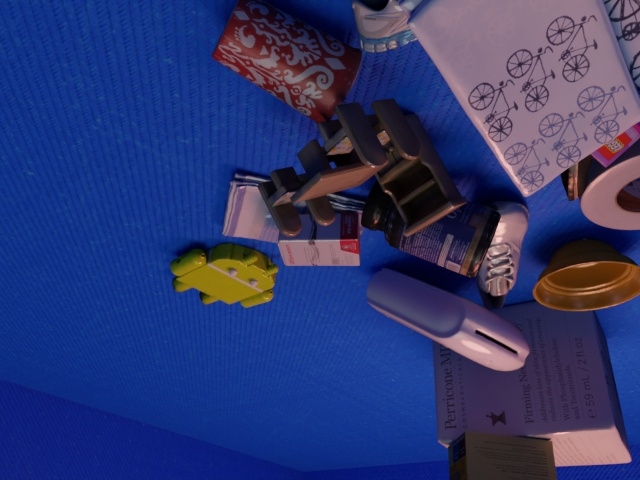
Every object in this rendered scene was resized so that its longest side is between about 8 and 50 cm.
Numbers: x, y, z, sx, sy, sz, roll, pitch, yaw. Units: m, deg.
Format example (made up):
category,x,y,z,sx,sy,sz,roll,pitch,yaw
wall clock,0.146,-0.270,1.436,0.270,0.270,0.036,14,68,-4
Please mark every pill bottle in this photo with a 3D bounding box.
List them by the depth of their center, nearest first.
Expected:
category,x,y,z,sx,sy,sz,roll,pitch,yaw
pill bottle,0.188,-0.029,1.012,0.219,0.123,0.123,22,151,15

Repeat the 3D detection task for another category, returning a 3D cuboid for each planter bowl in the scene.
category,x,y,z,sx,sy,sz,roll,pitch,yaw
planter bowl,0.544,0.059,1.191,0.217,0.090,0.217,3,147,2

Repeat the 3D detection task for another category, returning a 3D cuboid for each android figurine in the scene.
category,x,y,z,sx,sy,sz,roll,pitch,yaw
android figurine,-0.216,0.085,1.350,0.273,0.056,0.248,-20,141,36

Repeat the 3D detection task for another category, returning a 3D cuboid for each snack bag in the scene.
category,x,y,z,sx,sy,sz,roll,pitch,yaw
snack bag,0.298,-0.237,0.613,0.342,0.037,0.323,-37,130,14

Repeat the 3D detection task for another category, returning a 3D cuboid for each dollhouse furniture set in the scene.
category,x,y,z,sx,sy,sz,roll,pitch,yaw
dollhouse furniture set,0.074,-0.079,0.846,0.242,0.161,0.212,-19,168,-42

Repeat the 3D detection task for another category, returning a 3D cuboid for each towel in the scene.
category,x,y,z,sx,sy,sz,roll,pitch,yaw
towel,-0.049,-0.041,1.149,0.285,0.034,0.209,11,148,-11

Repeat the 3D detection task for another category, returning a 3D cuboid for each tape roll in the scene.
category,x,y,z,sx,sy,sz,roll,pitch,yaw
tape roll,0.536,-0.105,0.946,0.219,0.072,0.219,3,148,2

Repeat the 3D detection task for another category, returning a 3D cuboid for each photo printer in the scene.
category,x,y,z,sx,sy,sz,roll,pitch,yaw
photo printer,0.279,0.173,1.252,0.256,0.107,0.307,29,176,-34

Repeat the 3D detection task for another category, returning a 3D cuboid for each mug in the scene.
category,x,y,z,sx,sy,sz,roll,pitch,yaw
mug,-0.055,-0.230,0.769,0.169,0.113,0.150,25,146,-19

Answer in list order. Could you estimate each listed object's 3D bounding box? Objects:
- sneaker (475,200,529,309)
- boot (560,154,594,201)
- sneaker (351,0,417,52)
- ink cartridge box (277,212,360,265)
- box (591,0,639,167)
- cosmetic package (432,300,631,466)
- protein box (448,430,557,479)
category,x,y,z,sx,sy,sz,roll,pitch,yaw
sneaker,0.351,0.031,1.131,0.111,0.129,0.297,-4,146,14
boot,0.426,-0.151,0.854,0.137,0.077,0.198,-9,132,11
sneaker,0.125,-0.290,0.700,0.190,0.071,0.083,-10,140,21
ink cartridge box,0.000,0.000,1.120,0.150,0.063,0.109,0,152,5
box,0.338,-0.234,0.692,0.293,0.057,0.201,25,119,-34
cosmetic package,0.527,0.375,1.475,0.393,0.329,0.327,-15,143,26
protein box,0.396,0.545,1.267,0.199,0.201,0.136,7,146,-2
